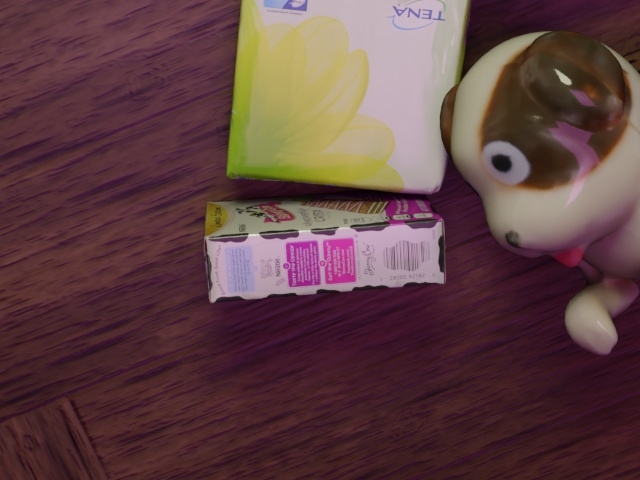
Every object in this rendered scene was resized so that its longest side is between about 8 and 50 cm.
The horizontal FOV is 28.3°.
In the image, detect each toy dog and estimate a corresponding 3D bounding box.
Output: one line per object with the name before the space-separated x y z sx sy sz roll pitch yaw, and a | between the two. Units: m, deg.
toy dog | 0.321 -0.085 1.194 0.408 0.285 0.395 3 90 -23

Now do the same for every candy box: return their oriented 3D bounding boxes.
candy box | 0.000 0.000 1.291 0.234 0.159 0.071 -5 105 -3

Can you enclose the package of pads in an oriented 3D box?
package of pads | 0.031 -0.200 1.267 0.229 0.101 0.296 6 106 -5
